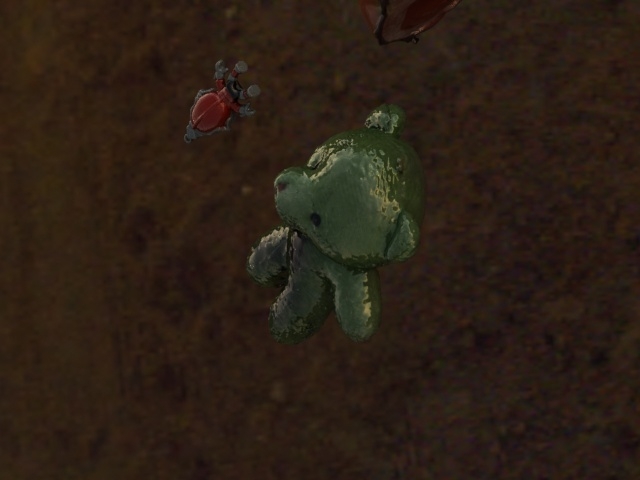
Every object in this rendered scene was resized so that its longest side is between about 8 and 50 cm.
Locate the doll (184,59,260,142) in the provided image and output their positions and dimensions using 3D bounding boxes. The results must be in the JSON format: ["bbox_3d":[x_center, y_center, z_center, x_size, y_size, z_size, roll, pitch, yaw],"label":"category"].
[{"bbox_3d":[-0.100,-0.131,1.460,0.114,0.057,0.039,-39,20,42],"label":"doll"}]

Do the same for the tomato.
[{"bbox_3d":[0.116,-0.337,1.717,0.112,0.199,0.228,53,159,17],"label":"tomato"}]

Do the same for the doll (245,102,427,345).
[{"bbox_3d":[0.000,0.000,0.799,0.150,0.077,0.115,-52,41,45],"label":"doll"}]
